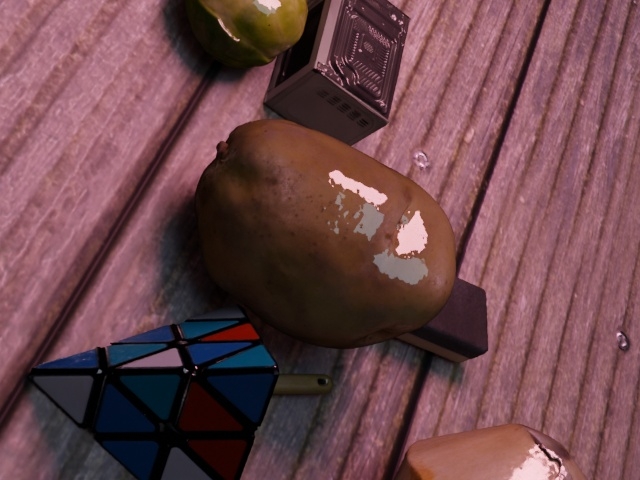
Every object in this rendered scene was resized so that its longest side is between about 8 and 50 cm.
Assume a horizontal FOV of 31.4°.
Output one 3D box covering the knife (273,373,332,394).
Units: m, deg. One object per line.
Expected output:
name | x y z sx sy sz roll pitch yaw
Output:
knife | -0.108 0.162 1.364 0.297 0.017 0.047 5 68 -36

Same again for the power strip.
power strip | 0.124 0.081 1.577 0.256 0.070 0.105 25 53 -34

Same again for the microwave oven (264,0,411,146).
microwave oven | 0.031 -0.256 1.610 0.162 0.122 0.208 32 52 -26

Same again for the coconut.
coconut | 0.209 0.363 1.338 0.323 0.323 0.323 19 59 -35

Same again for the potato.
potato | 0.000 0.000 1.381 0.326 0.221 0.243 24 82 -7

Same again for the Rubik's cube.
Rubik's cube | -0.110 0.222 1.231 0.284 0.250 0.234 -17 104 -45

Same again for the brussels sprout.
brussels sprout | -0.093 -0.303 1.523 0.183 0.131 0.145 -8 54 -43
